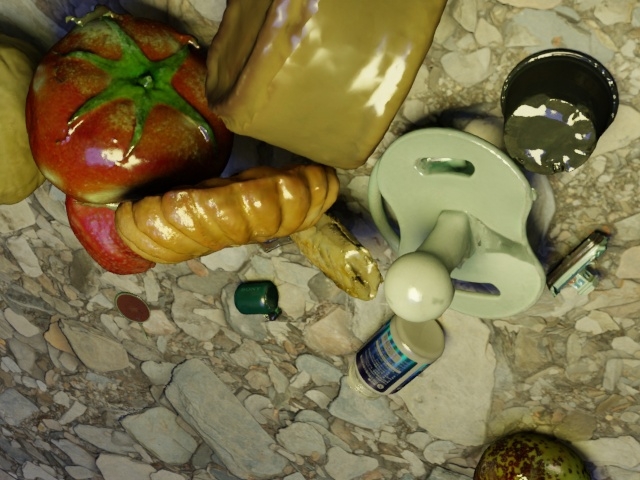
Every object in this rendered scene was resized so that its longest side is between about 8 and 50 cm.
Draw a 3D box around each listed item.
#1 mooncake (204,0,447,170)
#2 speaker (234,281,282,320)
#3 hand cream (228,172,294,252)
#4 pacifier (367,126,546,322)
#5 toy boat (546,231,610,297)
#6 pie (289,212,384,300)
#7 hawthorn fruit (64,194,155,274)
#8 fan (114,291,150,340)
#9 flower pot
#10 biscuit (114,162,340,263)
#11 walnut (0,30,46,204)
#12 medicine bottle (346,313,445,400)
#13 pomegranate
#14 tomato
[{"bbox_3d":[0.011,-0.301,1.055,0.246,0.393,0.394,16,92,-15],"label":"mooncake"},{"bbox_3d":[-0.110,0.112,1.577,0.075,0.060,0.094,-4,160,26],"label":"speaker"},{"bbox_3d":[-0.111,-0.044,1.455,0.062,0.039,0.163,-24,118,19],"label":"hand cream"},{"bbox_3d":[0.167,0.010,1.221,0.288,0.269,0.343,6,127,36],"label":"pacifier"},{"bbox_3d":[0.395,0.047,1.282,0.066,0.059,0.140,45,136,9],"label":"toy boat"},{"bbox_3d":[0.000,0.000,1.330,0.282,0.068,0.129,42,161,53],"label":"pie"},{"bbox_3d":[-0.345,-0.067,1.435,0.253,0.205,0.205,49,130,-6],"label":"hawthorn fruit"},{"bbox_3d":[-0.385,0.160,1.763,0.085,0.005,0.133,-1,125,24],"label":"fan"},{"bbox_3d":[0.309,-0.160,1.123,0.157,0.107,0.157,14,132,16],"label":"flower pot"},{"bbox_3d":[-0.128,-0.037,1.193,0.325,0.325,0.107,-10,94,30],"label":"biscuit"},{"bbox_3d":[-0.556,-0.203,1.367,0.282,0.253,0.277,25,127,17],"label":"walnut"},{"bbox_3d":[0.128,0.208,1.503,0.107,0.107,0.191,35,133,-6],"label":"medicine bottle"},{"bbox_3d":[0.369,0.470,1.516,0.214,0.248,0.214,17,132,20],"label":"pomegranate"},{"bbox_3d":[-0.288,-0.175,1.250,0.303,0.303,0.239,35,144,-6],"label":"tomato"}]
